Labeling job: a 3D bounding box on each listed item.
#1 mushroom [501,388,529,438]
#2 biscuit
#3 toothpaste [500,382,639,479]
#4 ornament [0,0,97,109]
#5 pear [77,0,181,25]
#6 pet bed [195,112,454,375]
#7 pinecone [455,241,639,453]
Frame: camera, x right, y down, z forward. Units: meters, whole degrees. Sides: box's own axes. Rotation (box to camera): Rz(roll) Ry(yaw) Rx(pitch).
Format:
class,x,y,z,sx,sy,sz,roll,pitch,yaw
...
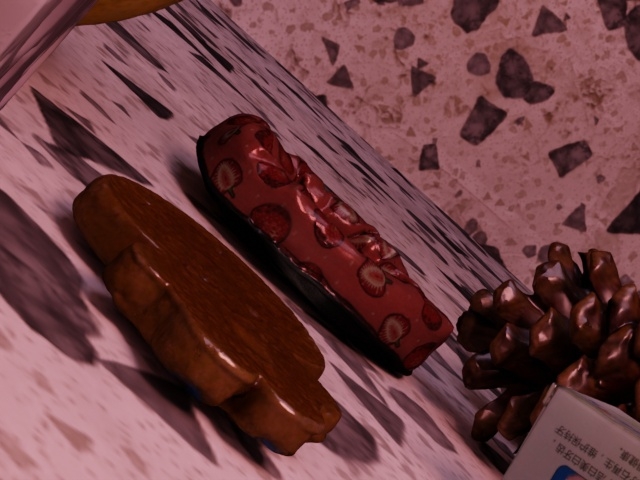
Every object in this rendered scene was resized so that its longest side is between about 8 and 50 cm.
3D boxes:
class,x,y,z,sx,sy,sz,roll,pitch,yaw
mushroom,0.219,0.147,1.093,0.278,0.096,0.099,44,7,-25
biscuit,-0.045,0.028,0.594,0.124,0.026,0.175,39,8,-20
toothpaste,0.213,0.180,0.633,0.336,0.081,0.067,34,7,39
ornament,-0.140,-0.192,0.506,0.239,0.240,0.240,41,7,-9
pear,-0.127,-0.259,0.776,0.314,0.314,0.314,42,7,-6
pet bed,0.000,0.000,0.913,0.201,0.053,0.201,47,4,-4
pinecone,0.180,0.085,0.903,0.212,0.169,0.185,40,47,18
